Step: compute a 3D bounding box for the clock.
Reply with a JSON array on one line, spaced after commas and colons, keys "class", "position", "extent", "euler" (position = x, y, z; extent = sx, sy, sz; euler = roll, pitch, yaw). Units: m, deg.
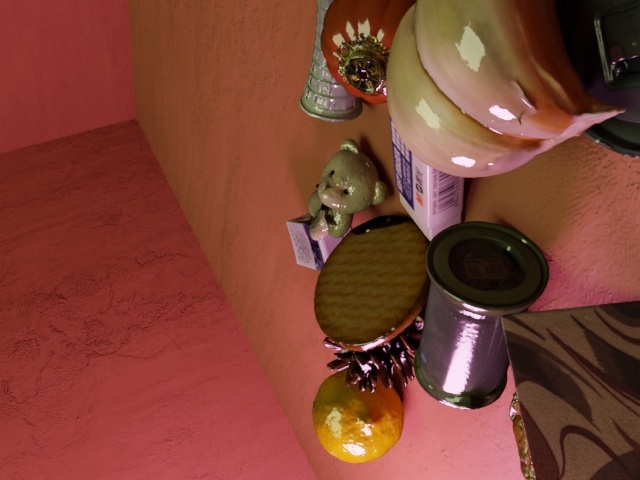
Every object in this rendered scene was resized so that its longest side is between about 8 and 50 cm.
[{"class": "clock", "position": [0.388, -0.239, 0.773], "extent": [0.280, 0.055, 0.281], "euler": [48, 149, 42]}]

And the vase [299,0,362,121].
[{"class": "vase", "position": [0.035, -0.404, 1.318], "extent": [0.143, 0.143, 0.299], "euler": [50, 148, 38]}]

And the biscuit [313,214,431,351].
[{"class": "biscuit", "position": [0.113, 0.087, 1.403], "extent": [0.040, 0.318, 0.318], "euler": [35, 180, -37]}]

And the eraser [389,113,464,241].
[{"class": "eraser", "position": [0.194, -0.123, 1.170], "extent": [0.124, 0.081, 0.279], "euler": [56, 171, 32]}]

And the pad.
[{"class": "pad", "position": [0.417, 0.253, 0.995], "extent": [0.220, 0.004, 0.330], "euler": [-10, 103, 23]}]

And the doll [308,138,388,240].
[{"class": "doll", "position": [0.028, -0.099, 1.527], "extent": [0.175, 0.149, 0.278], "euler": [56, 144, 10]}]

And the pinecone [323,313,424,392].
[{"class": "pinecone", "position": [0.126, 0.230, 1.501], "extent": [0.264, 0.264, 0.264], "euler": [47, 149, 41]}]

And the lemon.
[{"class": "lemon", "position": [0.099, 0.472, 1.764], "extent": [0.253, 0.253, 0.310], "euler": [66, 163, 8]}]

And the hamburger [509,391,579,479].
[{"class": "hamburger", "position": [0.410, 0.353, 1.128], "extent": [0.183, 0.130, 0.206], "euler": [-22, 86, 64]}]

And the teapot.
[{"class": "teapot", "position": [0.271, 0.134, 1.200], "extent": [0.270, 0.200, 0.337], "euler": [-96, 4, -46]}]

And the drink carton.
[{"class": "drink carton", "position": [0.000, 0.001, 1.772], "extent": [0.222, 0.102, 0.134], "euler": [11, 121, 63]}]

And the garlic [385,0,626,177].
[{"class": "garlic", "position": [0.208, -0.237, 0.845], "extent": [0.313, 0.249, 0.286], "euler": [56, 173, 1]}]

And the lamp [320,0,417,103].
[{"class": "lamp", "position": [0.108, -0.343, 1.127], "extent": [0.223, 0.196, 0.223], "euler": [18, 144, 13]}]
